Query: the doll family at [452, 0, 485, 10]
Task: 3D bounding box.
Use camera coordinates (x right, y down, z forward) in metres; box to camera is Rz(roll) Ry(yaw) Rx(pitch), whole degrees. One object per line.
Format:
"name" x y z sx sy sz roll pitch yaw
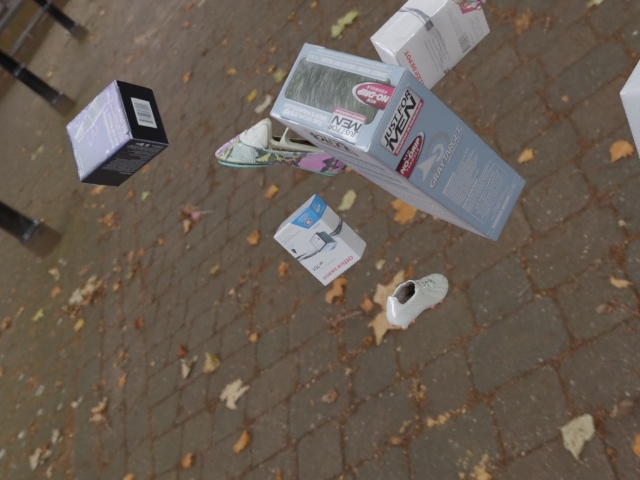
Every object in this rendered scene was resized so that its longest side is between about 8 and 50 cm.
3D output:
"doll family" 0.281 -0.626 1.566 0.119 0.262 0.163 -63 20 5

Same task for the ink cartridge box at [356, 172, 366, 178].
"ink cartridge box" 0.145 -0.196 1.527 0.175 0.072 0.128 -163 94 -82

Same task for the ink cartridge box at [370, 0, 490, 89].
"ink cartridge box" 0.296 -0.553 1.884 0.283 0.207 0.117 -44 52 -1

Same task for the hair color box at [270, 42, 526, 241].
"hair color box" 0.126 -0.129 1.001 0.185 0.374 0.114 27 92 41

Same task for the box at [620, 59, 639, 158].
"box" 0.612 -0.153 1.059 0.168 0.345 0.215 7 50 46

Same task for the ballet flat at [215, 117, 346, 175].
"ballet flat" -0.063 -0.158 1.156 0.077 0.221 0.079 -78 -6 -54

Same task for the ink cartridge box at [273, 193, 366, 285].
"ink cartridge box" 0.000 0.000 1.789 0.139 0.190 0.082 -40 12 29

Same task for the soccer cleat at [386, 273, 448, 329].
"soccer cleat" 0.197 0.104 1.398 0.068 0.076 0.196 10 30 38

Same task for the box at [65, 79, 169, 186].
"box" -0.458 -0.234 1.571 0.207 0.108 0.153 -31 71 32
